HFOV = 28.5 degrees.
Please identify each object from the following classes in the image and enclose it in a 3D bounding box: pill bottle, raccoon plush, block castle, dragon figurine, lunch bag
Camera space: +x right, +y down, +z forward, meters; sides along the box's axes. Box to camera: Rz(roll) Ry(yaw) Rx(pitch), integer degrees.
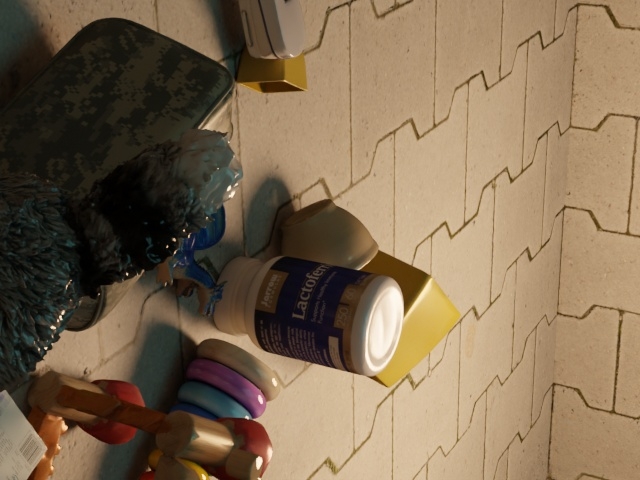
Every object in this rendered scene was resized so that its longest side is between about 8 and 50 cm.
[{"bbox_3d":[-0.021,0.107,1.914,0.153,0.264,0.153,-33,128,-56],"label":"pill bottle"},{"bbox_3d":[-0.335,-0.051,1.142,0.446,0.216,0.299,-40,127,1],"label":"raccoon plush"},{"bbox_3d":[-0.252,0.405,1.547,0.213,0.303,0.453,32,71,-55],"label":"block castle"},{"bbox_3d":[-0.188,-0.025,1.730,0.144,0.085,0.289,-28,125,-57],"label":"dragon figurine"},{"bbox_3d":[-0.250,-0.063,1.457,0.305,0.212,0.256,-57,165,-34],"label":"lunch bag"}]

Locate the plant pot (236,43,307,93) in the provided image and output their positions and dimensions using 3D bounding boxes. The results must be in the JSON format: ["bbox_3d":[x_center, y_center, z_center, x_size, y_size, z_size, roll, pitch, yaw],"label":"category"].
[{"bbox_3d":[-0.070,-0.268,1.875,0.081,0.081,0.083,13,79,-63],"label":"plant pot"}]

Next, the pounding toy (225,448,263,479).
[{"bbox_3d":[-0.067,0.347,1.452,0.181,0.094,0.206,-19,114,-56],"label":"pounding toy"}]

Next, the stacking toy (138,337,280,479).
[{"bbox_3d":[-0.196,0.311,1.831,0.330,0.141,0.141,-58,148,-21],"label":"stacking toy"}]

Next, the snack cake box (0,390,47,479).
[{"bbox_3d":[-0.418,0.205,1.369,0.152,0.089,0.264,-58,147,-32],"label":"snack cake box"}]

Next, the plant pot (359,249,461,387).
[{"bbox_3d":[0.091,0.134,2.235,0.187,0.212,0.212,-58,150,-10],"label":"plant pot"}]

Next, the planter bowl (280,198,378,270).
[{"bbox_3d":[0.000,0.000,2.058,0.162,0.162,0.109,-43,110,-49],"label":"planter bowl"}]

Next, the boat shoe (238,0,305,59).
[{"bbox_3d":[-0.092,-0.385,1.773,0.096,0.088,0.267,-46,128,-51],"label":"boat shoe"}]
